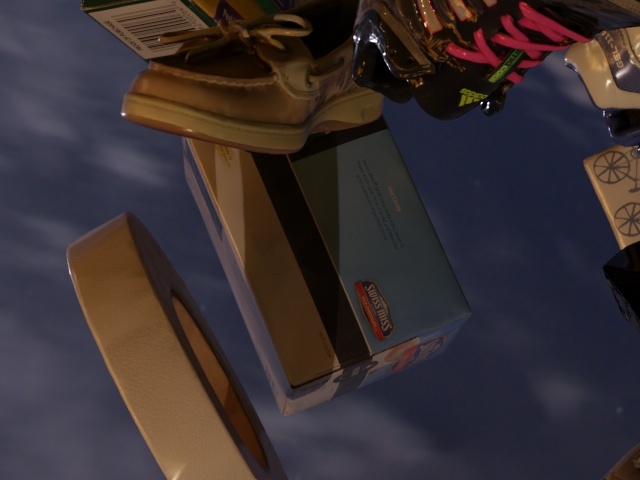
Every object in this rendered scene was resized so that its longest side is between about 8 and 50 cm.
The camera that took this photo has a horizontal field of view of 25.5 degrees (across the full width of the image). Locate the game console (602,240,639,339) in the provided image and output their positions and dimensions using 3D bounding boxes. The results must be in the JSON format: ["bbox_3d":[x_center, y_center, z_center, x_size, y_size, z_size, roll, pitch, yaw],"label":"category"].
[{"bbox_3d":[0.353,0.066,0.984,0.213,0.044,0.361,-23,-151,1],"label":"game console"}]

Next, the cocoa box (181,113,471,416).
[{"bbox_3d":[0.000,0.000,1.695,0.228,0.231,0.347,-21,-104,-9],"label":"cocoa box"}]

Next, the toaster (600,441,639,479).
[{"bbox_3d":[0.412,0.337,1.648,0.129,0.227,0.146,-38,-138,-23],"label":"toaster"}]

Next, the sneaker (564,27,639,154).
[{"bbox_3d":[0.255,-0.111,0.964,0.296,0.131,0.111,25,-145,-56],"label":"sneaker"}]

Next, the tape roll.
[{"bbox_3d":[-0.127,0.152,1.396,0.072,0.392,0.392,-29,-131,-1],"label":"tape roll"}]

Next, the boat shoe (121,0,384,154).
[{"bbox_3d":[-0.034,-0.116,0.913,0.105,0.089,0.285,17,-163,18],"label":"boat shoe"}]

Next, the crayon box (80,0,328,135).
[{"bbox_3d":[-0.094,-0.297,1.338,0.363,0.106,0.313,37,-131,-65],"label":"crayon box"}]

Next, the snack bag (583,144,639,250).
[{"bbox_3d":[0.431,0.025,1.207,0.037,0.323,0.342,10,-119,-69],"label":"snack bag"}]

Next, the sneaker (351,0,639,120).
[{"bbox_3d":[0.068,-0.080,0.535,0.063,0.074,0.170,17,177,-36],"label":"sneaker"}]
